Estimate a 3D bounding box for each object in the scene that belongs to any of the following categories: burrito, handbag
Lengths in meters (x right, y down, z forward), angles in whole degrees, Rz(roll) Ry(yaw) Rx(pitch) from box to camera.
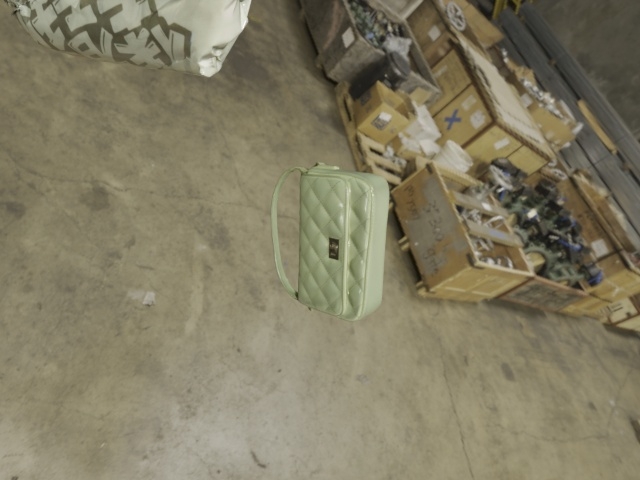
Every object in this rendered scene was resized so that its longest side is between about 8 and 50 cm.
[{"bbox_3d":[-0.274,-0.295,0.618,0.445,0.139,0.101,13,37,27],"label":"burrito"},{"bbox_3d":[0.000,0.000,0.791,0.079,0.219,0.257,-16,111,-54],"label":"handbag"}]
